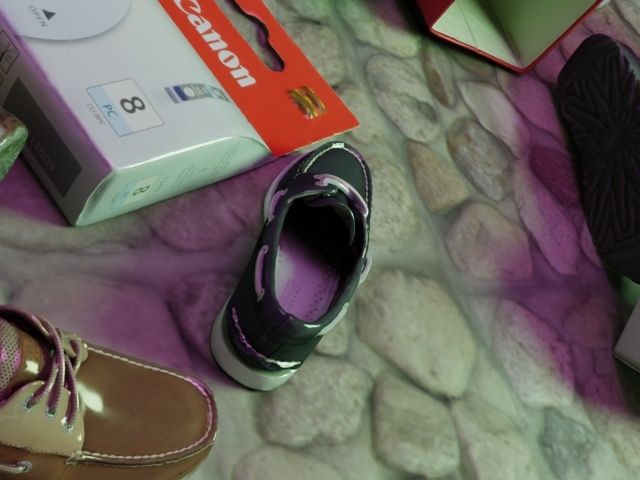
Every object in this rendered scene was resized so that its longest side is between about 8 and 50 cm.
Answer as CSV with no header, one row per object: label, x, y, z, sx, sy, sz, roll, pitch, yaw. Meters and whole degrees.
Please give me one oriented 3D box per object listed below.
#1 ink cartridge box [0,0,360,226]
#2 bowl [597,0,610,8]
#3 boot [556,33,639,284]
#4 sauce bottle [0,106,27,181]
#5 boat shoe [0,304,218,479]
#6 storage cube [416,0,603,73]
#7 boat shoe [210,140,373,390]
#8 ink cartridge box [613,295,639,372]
ink cartridge box,-0.148,-0.200,1.059,0.385,0.091,0.308,-24,72,-46
bowl,0.349,-0.489,1.667,0.297,0.134,0.298,20,45,-22
boot,0.525,-0.047,1.424,0.445,0.146,0.367,21,46,-29
sauce bottle,-0.376,-0.144,0.817,0.344,0.111,0.111,38,41,-2
boat shoe,-0.203,0.104,0.727,0.324,0.116,0.123,8,51,-33
storage cube,0.220,-0.353,1.387,0.183,0.215,0.193,15,45,-39
boat shoe,0.000,0.000,0.996,0.114,0.091,0.303,31,42,-12
ink cartridge box,0.471,0.092,1.187,0.272,0.197,0.114,23,4,-21
